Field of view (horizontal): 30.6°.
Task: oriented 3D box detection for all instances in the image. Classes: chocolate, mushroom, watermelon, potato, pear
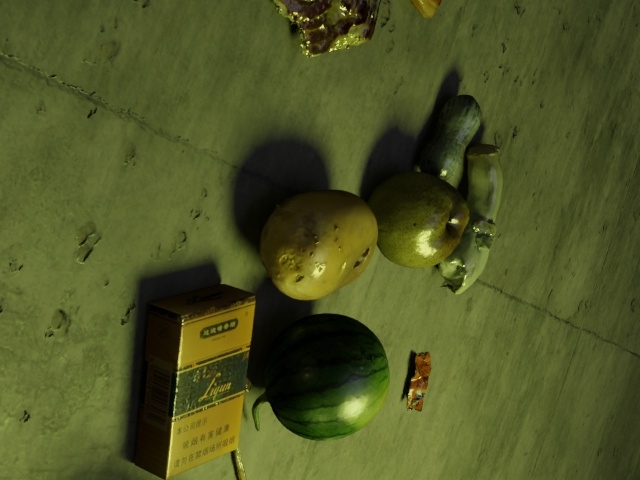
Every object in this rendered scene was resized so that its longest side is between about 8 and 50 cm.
[{"bbox_3d":[0.220,-0.174,1.979,0.167,0.072,0.072,-62,145,-11],"label":"chocolate"},{"bbox_3d":[-0.122,0.328,1.765,0.026,0.028,0.286,-103,-165,-67],"label":"mushroom"},{"bbox_3d":[-0.004,0.204,1.739,0.215,0.188,0.188,-13,125,-4],"label":"watermelon"},{"bbox_3d":[0.000,0.000,1.683,0.150,0.146,0.234,-35,172,24],"label":"potato"},{"bbox_3d":[0.273,-0.039,2.105,0.099,0.096,0.277,-177,-75,-78],"label":"mushroom"},{"bbox_3d":[0.156,-0.035,1.888,0.167,0.137,0.167,-24,119,-52],"label":"pear"}]

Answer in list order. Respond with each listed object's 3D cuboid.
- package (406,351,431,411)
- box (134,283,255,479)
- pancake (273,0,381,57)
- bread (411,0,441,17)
[{"bbox_3d":[0.182,0.262,2.156,0.077,0.033,0.110,11,91,-47],"label":"package"},{"bbox_3d":[-0.170,0.188,1.588,0.152,0.070,0.237,-12,117,-52],"label":"box"},{"bbox_3d":[0.028,-0.374,1.628,0.257,0.056,0.212,-57,137,-10],"label":"pancake"},{"bbox_3d":[0.163,-0.410,1.804,0.154,0.054,0.135,-23,122,-42],"label":"bread"}]
